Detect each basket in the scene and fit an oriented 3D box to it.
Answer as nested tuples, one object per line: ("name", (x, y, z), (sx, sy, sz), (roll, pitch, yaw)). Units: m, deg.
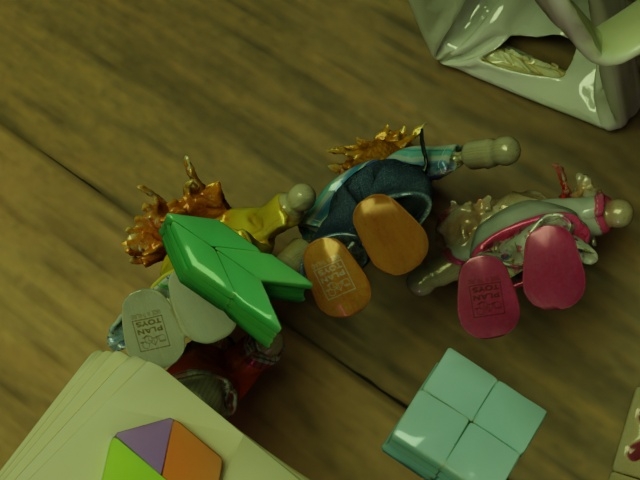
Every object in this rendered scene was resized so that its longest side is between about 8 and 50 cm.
("basket", (0.104, -0.142, 0.687), (0.113, 0.167, 0.103), (26, 77, 25))

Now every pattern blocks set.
("pattern blocks set", (-0.065, 0.133, 0.498), (0.285, 0.026, 0.325), (25, 57, 1))

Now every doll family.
("doll family", (0.000, 0.000, 0.686), (0.263, 0.163, 0.118), (-25, 99, 10))

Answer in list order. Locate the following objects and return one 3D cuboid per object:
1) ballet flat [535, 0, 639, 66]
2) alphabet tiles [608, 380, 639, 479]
("ballet flat", (0.157, -0.107, 0.566), (0.147, 0.409, 0.147), (-34, 39, 33))
("alphabet tiles", (0.193, 0.156, 0.614), (0.198, 0.009, 0.237), (13, 79, 38))
